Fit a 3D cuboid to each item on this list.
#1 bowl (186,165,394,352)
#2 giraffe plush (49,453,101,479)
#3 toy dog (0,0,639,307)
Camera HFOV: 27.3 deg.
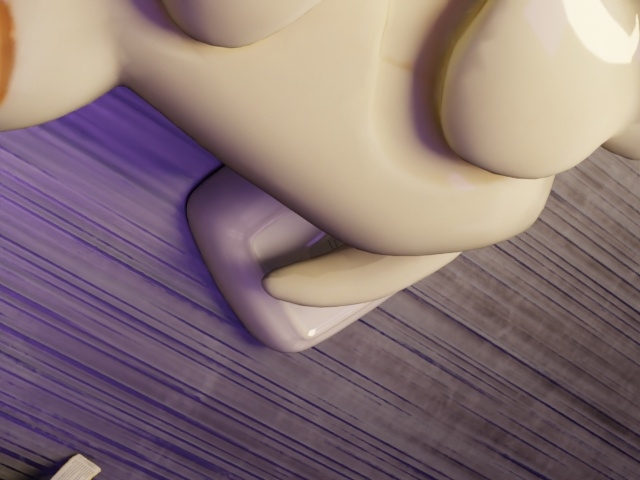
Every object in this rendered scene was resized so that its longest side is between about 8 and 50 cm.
[{"bbox_3d":[0.000,0.000,0.850,0.142,0.053,0.142,-33,121,-8],"label":"bowl"},{"bbox_3d":[-0.226,0.235,0.800,0.210,0.181,0.170,-12,132,-57],"label":"giraffe plush"},{"bbox_3d":[-0.053,-0.149,0.655,0.408,0.284,0.395,8,138,-21],"label":"toy dog"}]
